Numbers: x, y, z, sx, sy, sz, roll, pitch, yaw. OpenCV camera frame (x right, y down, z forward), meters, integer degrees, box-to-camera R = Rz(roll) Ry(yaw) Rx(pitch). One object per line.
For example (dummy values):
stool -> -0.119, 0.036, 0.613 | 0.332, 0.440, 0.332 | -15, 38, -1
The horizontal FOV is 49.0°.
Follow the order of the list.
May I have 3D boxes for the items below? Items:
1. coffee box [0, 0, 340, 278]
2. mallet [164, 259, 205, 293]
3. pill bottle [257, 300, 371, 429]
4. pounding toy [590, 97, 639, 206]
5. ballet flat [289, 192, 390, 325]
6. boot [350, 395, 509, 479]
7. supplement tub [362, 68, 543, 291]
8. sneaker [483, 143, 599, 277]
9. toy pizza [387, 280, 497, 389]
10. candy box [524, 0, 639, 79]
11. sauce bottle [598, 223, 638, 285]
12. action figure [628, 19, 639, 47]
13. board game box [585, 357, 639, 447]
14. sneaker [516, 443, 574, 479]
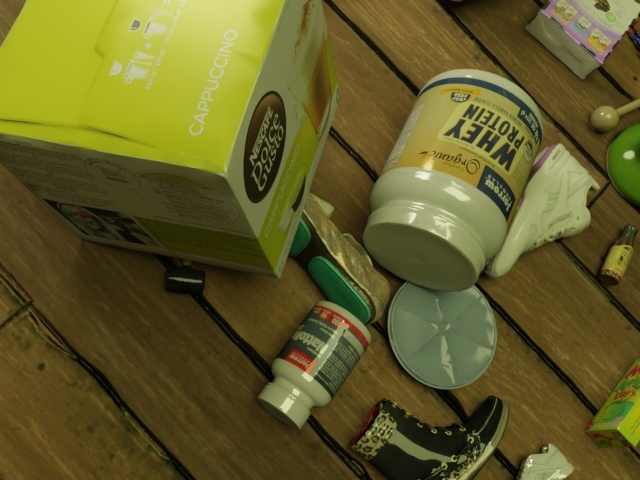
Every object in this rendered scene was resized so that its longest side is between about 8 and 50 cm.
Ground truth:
coffee box -> -0.191, -0.184, 0.967 | 0.337, 0.334, 0.338 | 12, 69, 13
mallet -> -0.220, -0.006, 1.124 | 0.062, 0.039, 0.190 | -2, 69, -14
pill bottle -> -0.012, 0.192, 1.078 | 0.108, 0.108, 0.180 | 38, 68, -2
pounding toy -> 0.656, -0.185, 1.364 | 0.182, 0.110, 0.237 | -20, 78, -12
ballet flat -> 0.000, 0.000, 1.158 | 0.316, 0.107, 0.106 | 52, 48, -2
boot -> 0.177, 0.300, 1.112 | 0.178, 0.085, 0.236 | 42, 68, 2
supplement tub -> 0.218, -0.098, 1.159 | 0.228, 0.228, 0.316 | 29, 66, -5
sneaker -> 0.403, -0.038, 1.259 | 0.152, 0.114, 0.305 | 39, 68, 0
toy pizza -> 0.205, 0.151, 1.193 | 0.201, 0.032, 0.202 | 5, 73, -15
candy box -> 0.546, -0.459, 1.450 | 0.165, 0.070, 0.196 | 41, 68, 0
sauce bottle -> 0.566, 0.024, 1.325 | 0.042, 0.042, 0.128 | 33, 69, -4
action figure -> 0.693, -0.416, 1.502 | 0.038, 0.030, 0.115 | -21, 82, -25
board game box -> 0.546, 0.276, 1.216 | 0.043, 0.092, 0.181 | 45, 68, 2
sneaker -> 0.345, 0.391, 1.153 | 0.152, 0.054, 0.061 | -25, 72, -27
